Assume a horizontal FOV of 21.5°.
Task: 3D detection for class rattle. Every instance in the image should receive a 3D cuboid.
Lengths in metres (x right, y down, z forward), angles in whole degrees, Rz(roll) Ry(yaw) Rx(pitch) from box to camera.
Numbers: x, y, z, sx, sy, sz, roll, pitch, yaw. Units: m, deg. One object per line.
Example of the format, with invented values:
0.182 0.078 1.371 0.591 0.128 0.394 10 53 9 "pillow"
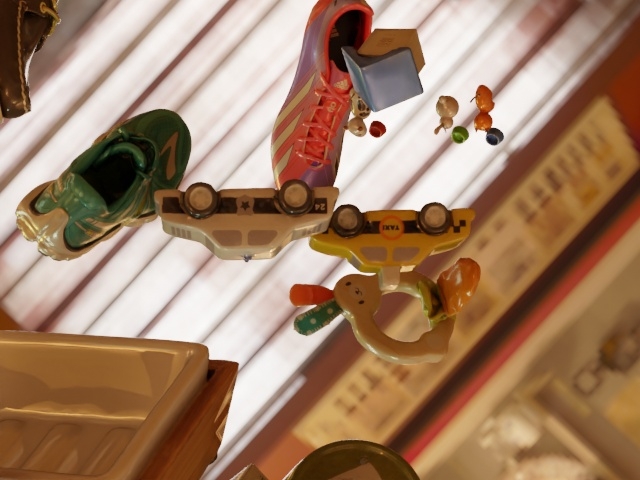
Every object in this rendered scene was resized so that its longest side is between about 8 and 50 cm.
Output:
0.069 0.064 1.974 0.200 0.130 0.143 19 163 -2 "rattle"

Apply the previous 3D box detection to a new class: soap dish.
-0.236 0.179 1.420 0.229 0.291 0.118 -56 -40 -53 "soap dish"

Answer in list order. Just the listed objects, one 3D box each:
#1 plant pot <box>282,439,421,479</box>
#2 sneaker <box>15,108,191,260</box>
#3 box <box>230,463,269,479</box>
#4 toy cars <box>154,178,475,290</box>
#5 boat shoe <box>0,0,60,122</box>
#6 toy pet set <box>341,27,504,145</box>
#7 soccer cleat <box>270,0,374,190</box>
0.030 0.342 1.763 0.275 0.275 0.293 43 151 26 "plant pot"
-0.198 -0.068 1.728 0.107 0.110 0.275 46 -146 -4 "sneaker"
-0.072 0.280 1.513 0.102 0.101 0.087 47 -155 -2 "box"
0.000 0.000 1.769 0.394 0.087 0.176 7 167 -44 "toy cars"
-0.230 -0.191 1.271 0.081 0.069 0.227 106 157 -62 "boat shoe"
0.068 -0.107 1.333 0.122 0.065 0.114 4 131 30 "toy pet set"
0.004 -0.148 1.827 0.083 0.248 0.095 11 -175 -20 "soccer cleat"
